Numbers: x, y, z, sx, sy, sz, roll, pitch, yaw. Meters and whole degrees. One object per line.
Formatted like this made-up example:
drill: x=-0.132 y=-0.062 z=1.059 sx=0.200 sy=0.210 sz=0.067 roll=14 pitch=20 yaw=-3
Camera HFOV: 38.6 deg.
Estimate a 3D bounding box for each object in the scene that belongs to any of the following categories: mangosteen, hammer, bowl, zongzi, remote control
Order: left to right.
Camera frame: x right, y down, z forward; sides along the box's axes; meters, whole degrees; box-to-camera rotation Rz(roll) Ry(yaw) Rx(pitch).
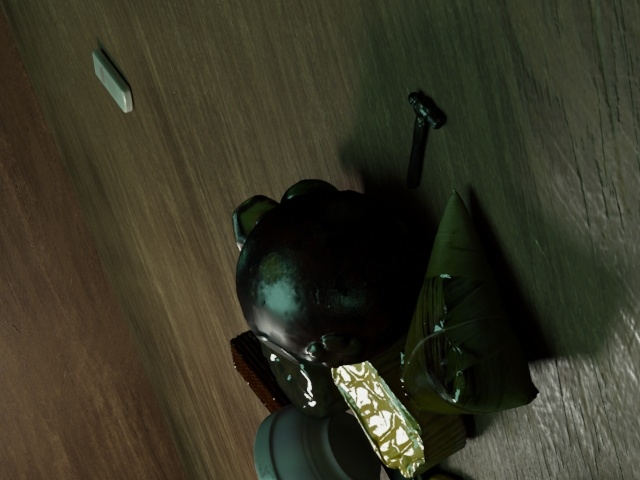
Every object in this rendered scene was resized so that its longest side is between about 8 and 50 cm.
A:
remote control: x=-0.552 y=-0.424 z=2.431 sx=0.190 sy=0.029 sz=0.088 roll=51 pitch=154 yaw=30
mangosteen: x=0.011 y=0.048 z=1.400 sx=0.311 sy=0.311 sz=0.311 roll=47 pitch=152 yaw=35
bowl: x=0.017 y=0.441 z=1.811 sx=0.143 sy=0.287 sz=0.287 roll=-35 pitch=79 yaw=28
hammer: x=0.136 y=-0.126 z=1.274 sx=0.065 sy=0.021 sz=0.178 roll=49 pitch=153 yaw=30
zongzi: x=0.179 y=0.099 z=1.312 sx=0.274 sy=0.145 sz=0.300 roll=143 pitch=117 yaw=-72

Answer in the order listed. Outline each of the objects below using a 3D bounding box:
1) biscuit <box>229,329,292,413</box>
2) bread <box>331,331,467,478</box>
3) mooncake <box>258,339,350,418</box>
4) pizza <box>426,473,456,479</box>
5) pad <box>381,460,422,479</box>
biscuit: x=-0.096 y=0.377 z=2.228 sx=0.388 sy=0.073 sz=0.107 roll=45 pitch=152 yaw=39
bread: x=0.136 y=0.264 z=1.532 sx=0.250 sy=0.133 sz=0.179 roll=53 pitch=151 yaw=18
mooncake: x=-0.014 y=0.198 z=1.752 sx=0.290 sy=0.161 sz=0.290 roll=50 pitch=154 yaw=35
pizza: x=0.241 y=0.482 z=1.651 sx=0.131 sy=0.041 sz=0.178 roll=62 pitch=157 yaw=12
pad: x=0.141 y=0.422 z=1.783 sx=0.233 sy=0.022 sz=0.174 roll=-124 pitch=21 yaw=-46
